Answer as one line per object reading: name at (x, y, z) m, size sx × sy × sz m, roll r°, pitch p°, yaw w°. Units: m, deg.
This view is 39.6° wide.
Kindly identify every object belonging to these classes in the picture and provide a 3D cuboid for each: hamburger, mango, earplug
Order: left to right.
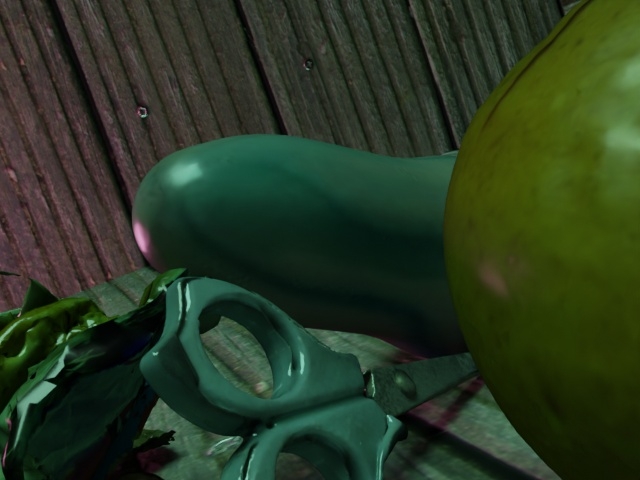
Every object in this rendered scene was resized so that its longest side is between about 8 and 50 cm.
hamburger at (-0.192, 0.105, 0.566) m, size 0.276 × 0.150 × 0.260 m, roll -56°, pitch 0°, yaw 26°
earplug at (0.000, 0.000, 0.693) m, size 0.185 × 0.185 × 0.324 m, roll -12°, pitch -14°, yaw 42°
mango at (0.235, 0.003, 0.326) m, size 0.301 × 0.220 × 0.445 m, roll -52°, pitch 32°, yaw -10°

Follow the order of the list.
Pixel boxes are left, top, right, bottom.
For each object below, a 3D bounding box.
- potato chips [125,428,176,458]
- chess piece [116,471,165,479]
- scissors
potato chips at (-0.233, 0.215, 0.764) m, size 0.219 × 0.029 × 0.202 m, roll -26°, pitch 7°, yaw -29°
chess piece at (-0.139, 0.204, 0.521) m, size 0.060 × 0.060 × 0.172 m, roll -16°, pitch 11°, yaw 20°
scissors at (0.040, 0.099, 0.580) m, size 0.029 × 0.191 × 0.360 m, roll -39°, pitch -20°, yaw 32°
